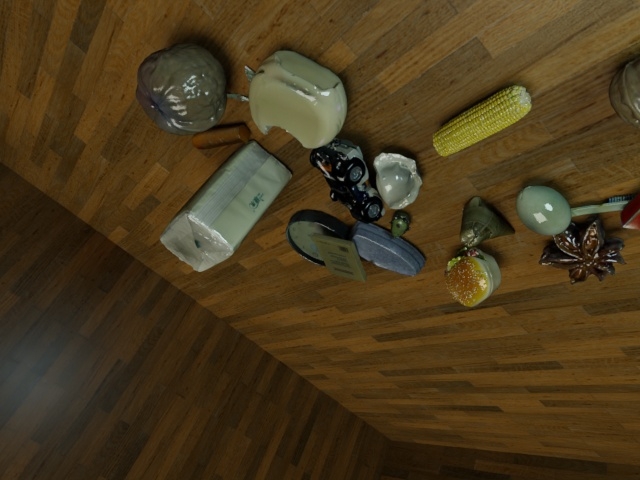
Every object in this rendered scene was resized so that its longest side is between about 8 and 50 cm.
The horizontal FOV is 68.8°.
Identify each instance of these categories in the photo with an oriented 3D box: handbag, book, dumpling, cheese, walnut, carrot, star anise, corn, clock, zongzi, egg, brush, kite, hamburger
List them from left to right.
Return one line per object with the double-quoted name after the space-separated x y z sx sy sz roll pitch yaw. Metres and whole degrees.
-0.375 -0.418 1.289 0.248 0.248 0.248 18 146 13 "walnut"
-0.330 -0.334 1.516 0.225 0.067 0.067 1 139 32 "carrot"
-0.192 -0.409 1.370 0.250 0.012 0.229 15 144 20 "kite"
-0.061 -0.364 1.233 0.266 0.127 0.233 29 147 -1 "cheese"
0.000 0.000 1.753 0.280 0.055 0.280 18 145 13 "clock"
0.073 0.065 1.690 0.161 0.026 0.231 14 148 29 "book"
0.222 -0.173 1.328 0.127 0.108 0.188 -13 120 10 "dumpling"
0.258 -0.048 1.515 0.072 0.047 0.111 21 144 11 "handbag"
0.479 0.118 1.496 0.116 0.173 0.210 -6 154 -20 "hamburger"
0.371 -0.277 1.092 0.081 0.081 0.248 40 145 -20 "corn"
0.470 -0.017 1.308 0.176 0.160 0.078 35 142 -10 "zongzi"
0.569 -0.078 1.196 0.152 0.114 0.114 43 145 -8 "egg"
0.703 0.023 1.267 0.214 0.099 0.220 47 149 -5 "star anise"
0.707 -0.088 1.166 0.033 0.030 0.178 28 156 -38 "brush"
0.630 -0.274 0.872 0.162 0.140 0.140 47 145 -2 "walnut"

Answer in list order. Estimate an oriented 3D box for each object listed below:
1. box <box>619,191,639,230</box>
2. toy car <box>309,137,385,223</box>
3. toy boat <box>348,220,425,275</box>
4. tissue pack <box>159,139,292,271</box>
0.809 -0.064 1.074 0.175 0.048 0.112 9 145 3 "box"
0.088 -0.173 1.388 0.193 0.118 0.301 33 164 48 "toy car"
0.231 0.033 1.619 0.283 0.078 0.127 28 144 0 "toy boat"
-0.309 -0.108 1.527 0.207 0.380 0.297 43 145 -16 "tissue pack"
